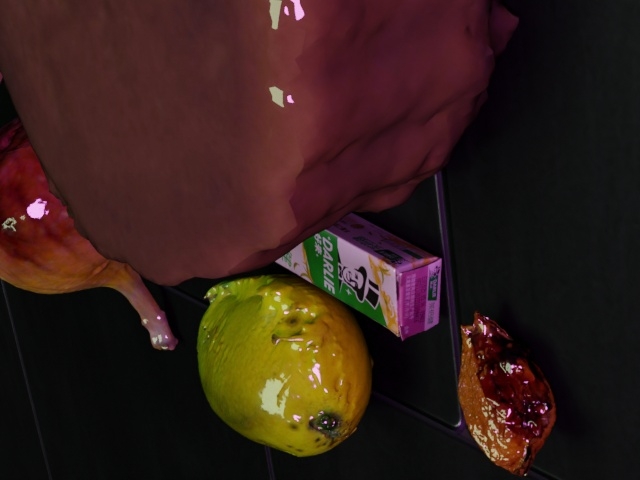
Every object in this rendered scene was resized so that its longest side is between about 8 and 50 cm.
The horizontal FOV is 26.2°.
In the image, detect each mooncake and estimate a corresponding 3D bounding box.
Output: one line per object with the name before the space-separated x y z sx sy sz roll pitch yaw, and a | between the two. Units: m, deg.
mooncake | -0.052 -0.147 0.754 0.324 0.187 0.324 32 134 40

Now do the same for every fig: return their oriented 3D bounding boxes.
fig | -0.209 0.003 1.129 0.160 0.143 0.231 -125 23 -57

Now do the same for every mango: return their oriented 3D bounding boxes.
mango | -0.026 0.080 0.947 0.178 0.100 0.119 29 101 57

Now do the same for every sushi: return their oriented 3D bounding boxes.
sushi | 0.108 0.088 0.790 0.099 0.050 0.047 64 153 23

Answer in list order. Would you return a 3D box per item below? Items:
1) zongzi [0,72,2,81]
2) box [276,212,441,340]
zongzi | -0.299 -0.183 0.888 0.467 0.218 0.500 120 161 -53
box | 0.000 0.000 0.905 0.207 0.041 0.050 30 128 46
